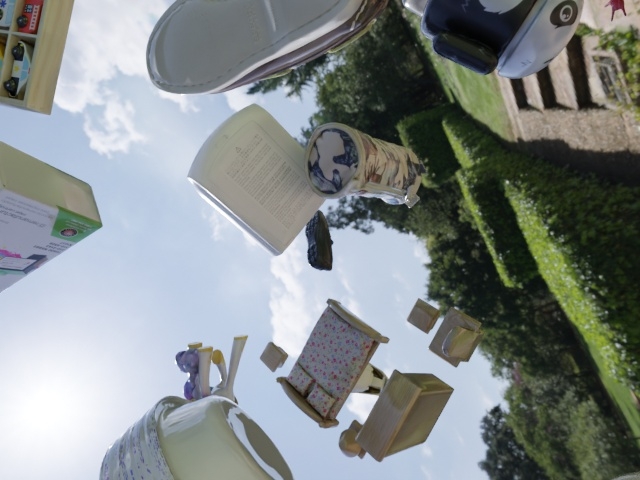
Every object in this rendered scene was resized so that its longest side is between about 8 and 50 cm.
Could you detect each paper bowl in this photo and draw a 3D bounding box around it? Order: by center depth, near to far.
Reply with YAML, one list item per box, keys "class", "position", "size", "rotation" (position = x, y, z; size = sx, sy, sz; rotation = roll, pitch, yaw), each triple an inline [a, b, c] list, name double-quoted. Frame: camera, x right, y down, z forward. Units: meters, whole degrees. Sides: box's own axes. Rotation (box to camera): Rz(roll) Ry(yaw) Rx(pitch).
- class: "paper bowl"
  position: [-0.138, 0.333, 0.558]
  size: [0.284, 0.148, 0.284]
  rotation: [45, 168, 12]

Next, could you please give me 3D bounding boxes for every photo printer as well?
- class: "photo printer"
  position: [-0.142, -0.149, 0.986]
  size: [0.307, 0.256, 0.107]
  rotation: [42, 168, -26]

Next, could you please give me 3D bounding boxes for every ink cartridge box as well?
- class: "ink cartridge box"
  position: [-0.587, -0.026, 0.734]
  size: [0.117, 0.278, 0.201]
  rotation: [61, -173, 21]

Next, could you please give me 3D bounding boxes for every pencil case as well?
- class: "pencil case"
  position: [0.123, -0.174, 1.012]
  size: [0.183, 0.160, 0.410]
  rotation: [46, -155, 22]

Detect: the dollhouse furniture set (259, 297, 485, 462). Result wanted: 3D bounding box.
- class: "dollhouse furniture set"
  position: [0.036, 0.180, 0.706]
  size: [0.355, 0.303, 0.174]
  rotation: [31, -177, 36]

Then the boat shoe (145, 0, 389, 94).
- class: "boat shoe"
  position: [-0.078, -0.246, 0.486]
  size: [0.096, 0.324, 0.117]
  rotation: [-20, -78, -56]

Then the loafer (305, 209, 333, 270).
- class: "loafer"
  position: [0.000, 0.000, 1.262]
  size: [0.078, 0.076, 0.223]
  rotation: [27, -139, -32]

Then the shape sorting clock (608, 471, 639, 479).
- class: "shape sorting clock"
  position: [0.230, 0.219, 0.198]
  size: [0.040, 0.206, 0.206]
  rotation: [-11, -110, -24]

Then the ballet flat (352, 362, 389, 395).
- class: "ballet flat"
  position: [0.113, 0.396, 1.204]
  size: [0.400, 0.139, 0.139]
  rotation: [43, -152, -56]

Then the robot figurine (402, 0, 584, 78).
- class: "robot figurine"
  position: [0.279, -0.390, 0.671]
  size: [0.278, 0.209, 0.173]
  rotation: [32, -154, 6]

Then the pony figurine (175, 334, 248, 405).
- class: "pony figurine"
  position: [-0.298, 0.459, 1.086]
  size: [0.351, 0.302, 0.364]
  rotation: [11, -105, -71]

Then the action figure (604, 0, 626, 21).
- class: "action figure"
  position: [0.522, -0.433, 0.586]
  size: [0.091, 0.280, 0.139]
  rotation: [-50, -58, -25]

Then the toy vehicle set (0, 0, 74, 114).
- class: "toy vehicle set"
  position: [-0.414, -0.315, 0.548]
  size: [0.035, 0.166, 0.267]
  rotation: [5, -82, -75]
